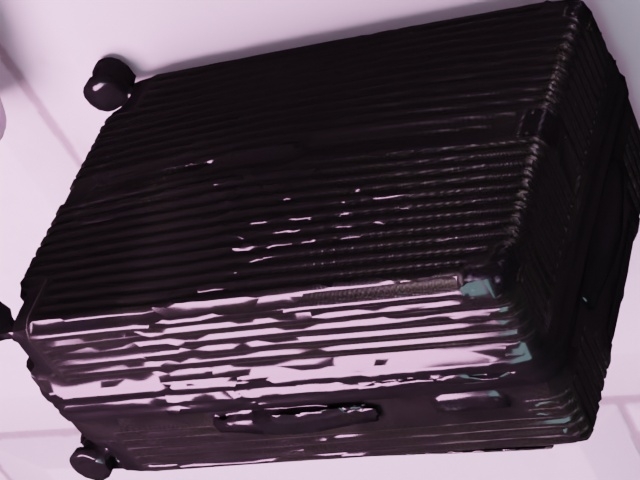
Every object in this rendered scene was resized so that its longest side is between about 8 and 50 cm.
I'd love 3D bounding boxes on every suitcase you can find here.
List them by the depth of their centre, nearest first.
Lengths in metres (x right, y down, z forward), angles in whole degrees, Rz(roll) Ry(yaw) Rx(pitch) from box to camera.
[{"bbox_3d":[0.000,0.000,0.983,0.335,0.229,0.152,-7,134,30],"label":"suitcase"}]

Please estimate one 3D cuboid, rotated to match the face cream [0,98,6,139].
[{"bbox_3d":[-0.278,-0.172,1.004,0.102,0.102,0.345,-1,135,24],"label":"face cream"}]
